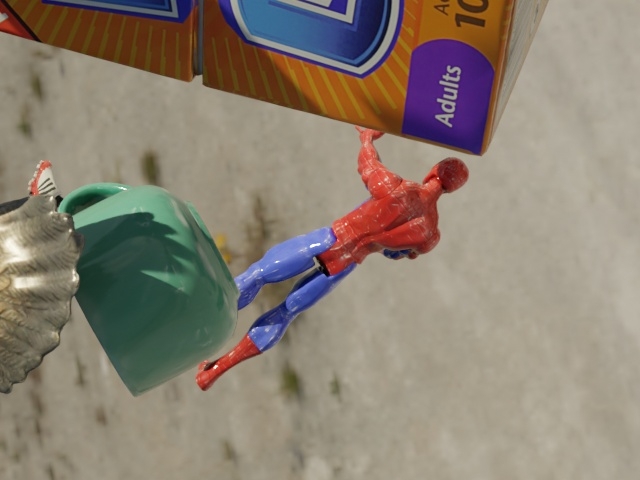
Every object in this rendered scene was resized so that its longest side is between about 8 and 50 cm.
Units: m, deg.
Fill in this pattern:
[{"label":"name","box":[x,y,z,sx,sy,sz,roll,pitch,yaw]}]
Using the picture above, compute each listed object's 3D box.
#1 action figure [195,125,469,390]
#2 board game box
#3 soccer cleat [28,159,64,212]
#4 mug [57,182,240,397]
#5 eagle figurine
[{"label":"action figure","box":[0.000,0.000,1.338,0.091,0.280,0.139,53,-165,-21]},{"label":"board game box","box":[-0.006,-0.331,0.957,0.356,0.356,0.356,-63,-16,-45]},{"label":"soccer cleat","box":[-0.266,-0.049,1.572,0.029,0.036,0.083,-58,18,28]},{"label":"mug","box":[-0.120,0.016,1.101,0.157,0.097,0.129,62,175,7]},{"label":"eagle figurine","box":[-0.299,0.000,1.057,0.298,0.226,0.225,166,103,-68]}]
